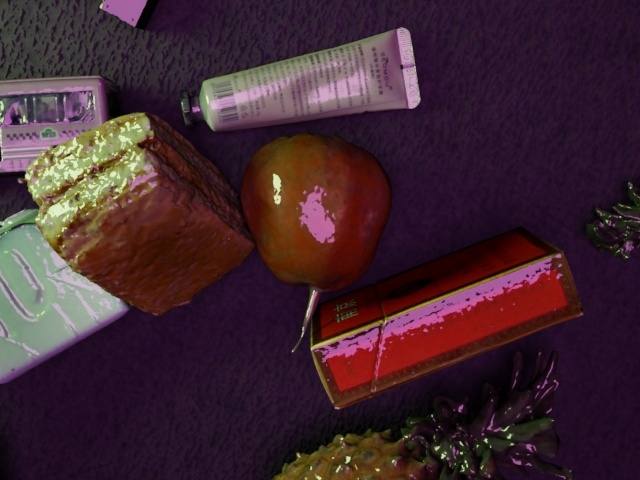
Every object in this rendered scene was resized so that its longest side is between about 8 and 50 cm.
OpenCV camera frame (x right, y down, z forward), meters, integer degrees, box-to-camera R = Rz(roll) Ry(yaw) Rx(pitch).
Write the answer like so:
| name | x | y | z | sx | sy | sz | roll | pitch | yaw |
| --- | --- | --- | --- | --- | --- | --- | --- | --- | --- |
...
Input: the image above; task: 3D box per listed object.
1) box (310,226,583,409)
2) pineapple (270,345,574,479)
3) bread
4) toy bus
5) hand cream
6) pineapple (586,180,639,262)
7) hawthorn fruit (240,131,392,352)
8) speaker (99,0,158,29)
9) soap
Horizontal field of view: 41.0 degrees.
| name | x | y | z | sx | sy | sz | roll | pitch | yaw |
| --- | --- | --- | --- | --- | --- | --- | --- | --- | --- |
| box | 0.110 | 0.067 | 0.821 | 0.239 | 0.153 | 0.074 | -22 | 103 | 3 |
| pineapple | 0.108 | 0.231 | 0.860 | 0.340 | 0.169 | 0.169 | -33 | 98 | -3 |
| bread | -0.158 | -0.022 | 0.783 | 0.138 | 0.196 | 0.102 | -33 | 58 | 6 |
| toy bus | -0.292 | -0.104 | 0.821 | 0.198 | 0.096 | 0.108 | -3 | 95 | -2 |
| hand cream | -0.020 | -0.150 | 0.843 | 0.233 | 0.050 | 0.080 | -11 | 99 | -3 |
| pineapple | 0.361 | -0.029 | 0.841 | 0.197 | 0.108 | 0.108 | -18 | 99 | 15 |
| hawthorn fruit | 0.006 | -0.013 | 0.807 | 0.149 | 0.149 | 0.189 | -22 | 92 | 3 |
| speaker | -0.147 | -0.297 | 0.815 | 0.040 | 0.046 | 0.191 | 27 | 100 | -3 |
| soap | -0.316 | 0.060 | 0.851 | 0.230 | 0.091 | 0.145 | -30 | 98 | 3 |
